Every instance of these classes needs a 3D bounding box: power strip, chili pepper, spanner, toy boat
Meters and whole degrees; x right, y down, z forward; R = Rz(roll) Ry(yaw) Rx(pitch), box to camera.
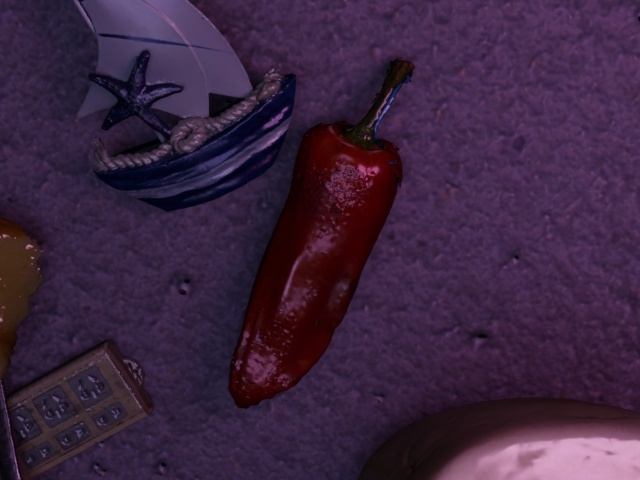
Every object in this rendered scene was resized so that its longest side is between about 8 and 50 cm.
[{"bbox_3d":[-0.306,0.201,1.634,0.268,0.034,0.092,-29,101,13],"label":"power strip"},{"bbox_3d":[0.000,0.000,1.508,0.110,0.110,0.387,22,107,-1],"label":"chili pepper"},{"bbox_3d":[-0.337,0.178,1.605,0.054,0.015,0.254,-12,88,15],"label":"spanner"},{"bbox_3d":[-0.171,-0.148,1.483,0.292,0.070,0.210,37,110,-17],"label":"toy boat"}]

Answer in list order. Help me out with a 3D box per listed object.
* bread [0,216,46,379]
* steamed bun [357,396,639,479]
[{"bbox_3d":[-0.490,0.024,1.577,0.362,0.245,0.233,15,105,-26],"label":"bread"},{"bbox_3d":[0.269,0.299,1.438,0.456,0.371,0.289,24,91,-5],"label":"steamed bun"}]
